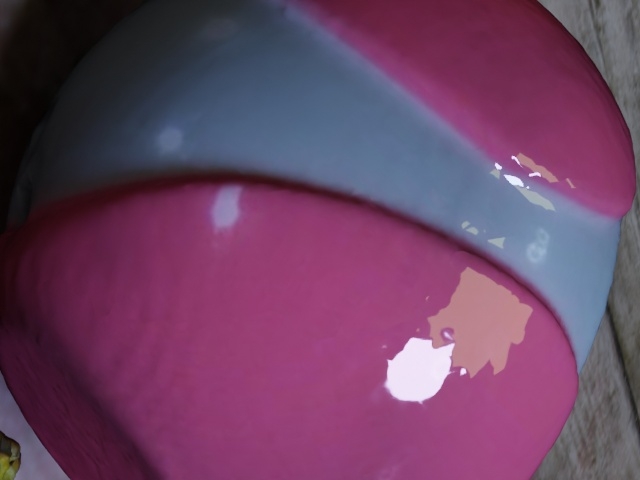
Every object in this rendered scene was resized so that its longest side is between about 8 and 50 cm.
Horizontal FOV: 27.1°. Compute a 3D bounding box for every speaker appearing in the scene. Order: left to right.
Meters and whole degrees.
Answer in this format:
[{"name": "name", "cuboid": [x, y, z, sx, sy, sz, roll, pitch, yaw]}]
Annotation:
[{"name": "speaker", "cuboid": [0.000, 0.000, 0.593, 0.294, 0.294, 0.294, -30, 127, -52]}]

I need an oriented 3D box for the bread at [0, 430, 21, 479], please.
[{"name": "bread", "cuboid": [-0.188, 0.157, 0.464, 0.181, 0.096, 0.222, 63, 42, -84]}]
